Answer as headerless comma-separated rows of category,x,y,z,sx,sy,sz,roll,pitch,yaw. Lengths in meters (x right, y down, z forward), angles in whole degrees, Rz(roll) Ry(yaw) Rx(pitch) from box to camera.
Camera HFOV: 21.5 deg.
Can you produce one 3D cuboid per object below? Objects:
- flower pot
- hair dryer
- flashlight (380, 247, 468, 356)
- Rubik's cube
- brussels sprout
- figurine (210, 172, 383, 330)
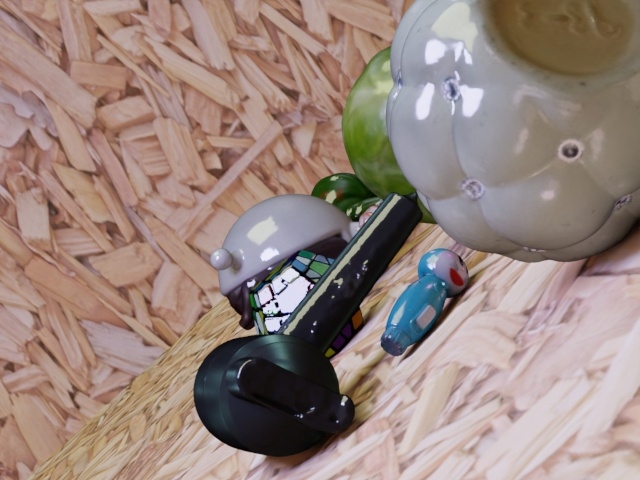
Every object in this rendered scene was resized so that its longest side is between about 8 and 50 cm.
flower pot,0.167,-0.107,1.268,0.246,0.246,0.195,-45,-18,-28
hair dryer,0.010,0.067,1.564,0.302,0.116,0.244,-54,9,-12
flashlight,0.095,0.058,1.569,0.129,0.051,0.051,-52,9,-35
Rubik's cube,-0.016,0.077,1.881,0.133,0.133,0.112,-42,-23,7
brussels sprout,0.142,-0.127,1.810,0.244,0.244,0.244,-42,5,5
figurine,0.000,0.000,2.157,0.281,0.167,0.370,-32,2,41
